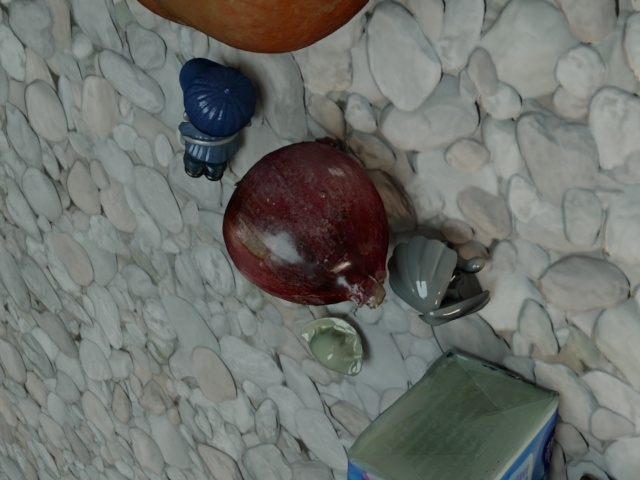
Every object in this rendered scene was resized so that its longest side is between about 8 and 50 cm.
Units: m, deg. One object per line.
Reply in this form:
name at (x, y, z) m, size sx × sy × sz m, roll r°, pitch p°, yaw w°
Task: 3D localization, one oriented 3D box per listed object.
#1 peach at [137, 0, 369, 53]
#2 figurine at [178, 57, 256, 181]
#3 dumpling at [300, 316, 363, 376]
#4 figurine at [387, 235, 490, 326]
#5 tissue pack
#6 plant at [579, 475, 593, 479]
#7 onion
peach at (-0.056, -0.266, 0.724) m, size 0.252 × 0.252 × 0.253 m, roll 25°, pitch 130°, yaw 33°
figurine at (-0.119, -0.127, 0.995) m, size 0.086 × 0.087 × 0.149 m, roll 14°, pitch 136°, yaw -8°
dumpling at (0.018, 0.115, 1.038) m, size 0.077 × 0.043 × 0.059 m, roll 47°, pitch 124°, yaw 36°
figurine at (0.113, 0.034, 0.875) m, size 0.094 × 0.082 × 0.086 m, roll -27°, pitch 78°, yaw 40°
tissue pack at (0.124, 0.278, 0.913) m, size 0.146 × 0.198 × 0.264 m, roll 21°, pitch 128°, yaw 33°
plant at (0.239, 0.412, 0.802) m, size 0.251 × 0.333 × 0.180 m, roll 51°, pitch 156°, yaw -12°
onion at (0.000, 0.000, 0.882) m, size 0.195 × 0.159 × 0.160 m, roll 48°, pitch 141°, yaw 30°
